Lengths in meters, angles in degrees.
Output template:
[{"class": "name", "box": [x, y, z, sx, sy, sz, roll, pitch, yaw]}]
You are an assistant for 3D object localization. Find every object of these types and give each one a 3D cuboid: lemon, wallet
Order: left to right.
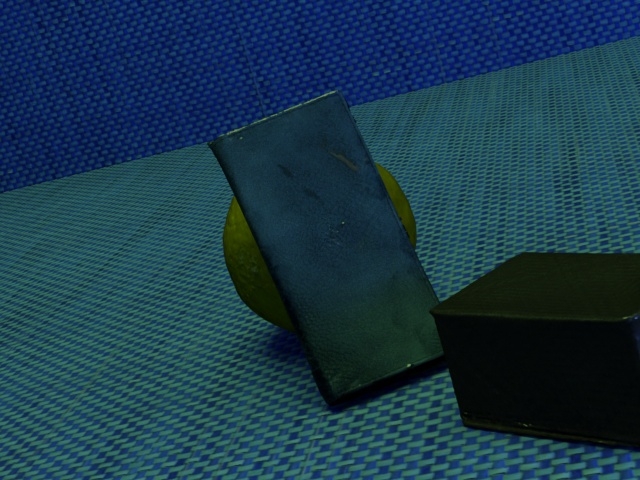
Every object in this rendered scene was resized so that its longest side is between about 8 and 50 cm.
[{"class": "lemon", "box": [-0.001, 0.000, 1.738, 0.293, 0.293, 0.293, -15, 16, 4]}, {"class": "wallet", "box": [0.018, 0.007, 1.569, 0.191, 0.379, 0.046, -23, -13, -9]}]

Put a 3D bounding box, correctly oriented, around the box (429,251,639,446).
[{"class": "box", "box": [0.280, 0.108, 1.325, 0.184, 0.143, 0.273, -29, 19, -39]}]
